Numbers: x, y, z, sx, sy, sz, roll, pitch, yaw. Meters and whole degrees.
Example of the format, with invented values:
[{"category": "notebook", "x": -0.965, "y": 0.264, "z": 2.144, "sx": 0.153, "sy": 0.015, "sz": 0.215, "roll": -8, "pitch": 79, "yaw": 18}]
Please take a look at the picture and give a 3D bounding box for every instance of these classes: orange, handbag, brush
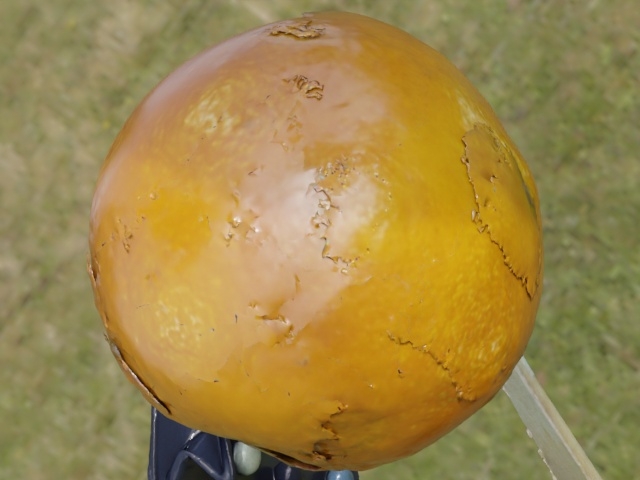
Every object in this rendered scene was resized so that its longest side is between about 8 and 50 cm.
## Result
[{"category": "orange", "x": 0.000, "y": 0.000, "z": 0.958, "sx": 0.246, "sy": 0.246, "sz": 0.246, "roll": -44, "pitch": 25, "yaw": 27}, {"category": "handbag", "x": -0.059, "y": 0.162, "z": 1.931, "sx": 0.118, "sy": 0.325, "sz": 0.269, "roll": -10, "pitch": 75, "yaw": 23}, {"category": "brush", "x": 0.149, "y": 0.099, "z": 1.413, "sx": 0.020, "sy": 0.336, "sz": 0.085, "roll": -34, "pitch": 6, "yaw": -28}]
